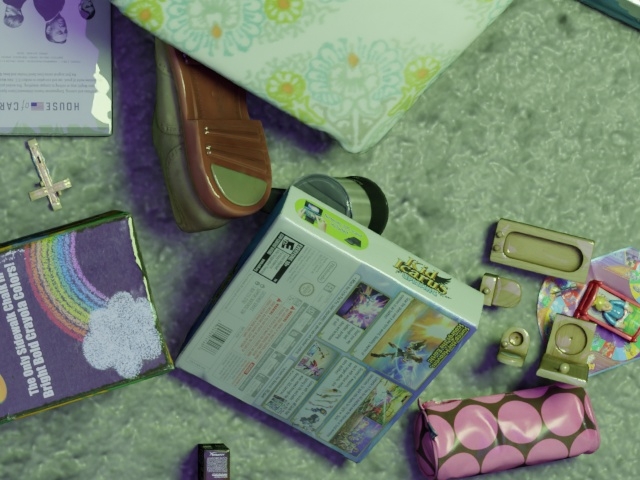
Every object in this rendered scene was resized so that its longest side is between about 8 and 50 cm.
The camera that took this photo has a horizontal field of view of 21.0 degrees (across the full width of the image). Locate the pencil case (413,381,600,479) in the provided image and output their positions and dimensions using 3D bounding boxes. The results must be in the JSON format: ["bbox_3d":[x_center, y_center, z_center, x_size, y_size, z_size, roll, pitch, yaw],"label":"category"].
[{"bbox_3d":[0.214,0.216,1.999,0.209,0.095,0.098,-7,76,-13],"label":"pencil case"}]

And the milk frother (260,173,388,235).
[{"bbox_3d":[0.000,0.000,1.931,0.129,0.134,0.143,-7,88,21],"label":"milk frother"}]

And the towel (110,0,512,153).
[{"bbox_3d":[0.004,-0.286,1.789,0.374,0.090,0.320,30,123,-27],"label":"towel"}]

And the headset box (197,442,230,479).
[{"bbox_3d":[-0.120,0.273,1.947,0.032,0.062,0.083,-1,90,-10],"label":"headset box"}]

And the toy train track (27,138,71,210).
[{"bbox_3d":[-0.309,-0.074,1.935,0.048,0.014,0.083,-21,94,-10],"label":"toy train track"}]

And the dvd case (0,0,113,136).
[{"bbox_3d":[-0.322,-0.235,1.924,0.179,0.029,0.239,0,91,-11],"label":"dvd case"}]

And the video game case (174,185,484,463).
[{"bbox_3d":[0.006,0.098,1.890,0.244,0.061,0.269,30,130,-8],"label":"video game case"}]

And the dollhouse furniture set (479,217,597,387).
[{"bbox_3d":[0.251,0.069,1.966,0.144,0.123,0.151,14,98,8],"label":"dollhouse furniture set"}]

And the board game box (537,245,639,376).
[{"bbox_3d":[0.343,0.087,2.049,0.168,0.033,0.133,-18,93,-10],"label":"board game box"}]

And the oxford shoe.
[{"bbox_3d":[-0.150,-0.177,1.914,0.123,0.130,0.348,8,67,-38],"label":"oxford shoe"}]

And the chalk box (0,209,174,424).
[{"bbox_3d":[-0.324,0.090,1.852,0.288,0.179,0.180,-16,94,-9],"label":"chalk box"}]

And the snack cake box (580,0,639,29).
[{"bbox_3d":[0.377,-0.335,2.011,0.264,0.089,0.152,24,84,-3],"label":"snack cake box"}]
